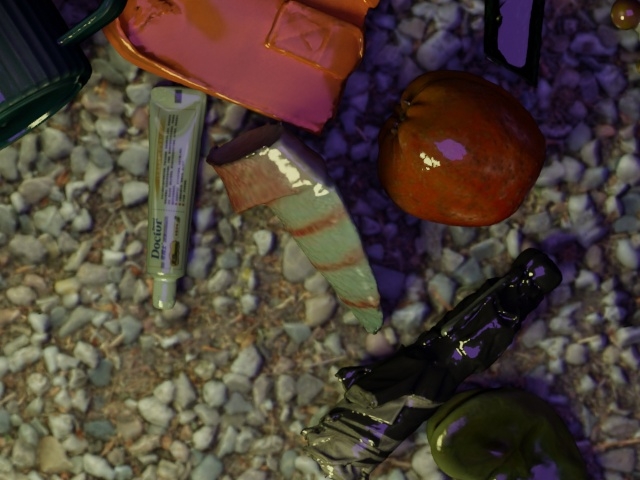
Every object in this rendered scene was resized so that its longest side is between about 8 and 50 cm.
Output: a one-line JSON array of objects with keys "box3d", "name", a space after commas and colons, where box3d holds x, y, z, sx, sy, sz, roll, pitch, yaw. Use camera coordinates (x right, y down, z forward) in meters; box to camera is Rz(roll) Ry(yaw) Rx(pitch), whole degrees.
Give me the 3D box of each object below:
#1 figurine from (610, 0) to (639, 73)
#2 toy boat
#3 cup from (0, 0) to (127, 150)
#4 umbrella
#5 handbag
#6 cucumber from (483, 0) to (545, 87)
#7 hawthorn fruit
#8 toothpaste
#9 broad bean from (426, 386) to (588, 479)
[{"box3d": [0.439, -0.281, 1.730, 0.194, 0.133, 0.274, 24, 80, -15], "name": "figurine"}, {"box3d": [0.000, 0.000, 1.714, 0.096, 0.206, 0.282, -42, 110, -25], "name": "toy boat"}, {"box3d": [-0.385, -0.252, 1.644, 0.308, 0.242, 0.292, -33, 90, -15], "name": "cup"}, {"box3d": [0.124, 0.132, 1.757, 0.357, 0.113, 0.106, -42, 121, -3], "name": "umbrella"}, {"box3d": [-0.049, -0.351, 1.711, 0.303, 0.116, 0.410, 21, 93, -4], "name": "handbag"}, {"box3d": [0.223, -0.286, 1.761, 0.070, 0.046, 0.220, 5, 94, 6], "name": "cucumber"}, {"box3d": [0.156, -0.100, 1.710, 0.189, 0.189, 0.189, 0, 94, -2], "name": "hawthorn fruit"}, {"box3d": [-0.169, -0.049, 1.768, 0.067, 0.037, 0.255, 4, 91, 4], "name": "toothpaste"}, {"box3d": [0.218, 0.251, 1.791, 0.206, 0.072, 0.153, 33, 95, -15], "name": "broad bean"}]
